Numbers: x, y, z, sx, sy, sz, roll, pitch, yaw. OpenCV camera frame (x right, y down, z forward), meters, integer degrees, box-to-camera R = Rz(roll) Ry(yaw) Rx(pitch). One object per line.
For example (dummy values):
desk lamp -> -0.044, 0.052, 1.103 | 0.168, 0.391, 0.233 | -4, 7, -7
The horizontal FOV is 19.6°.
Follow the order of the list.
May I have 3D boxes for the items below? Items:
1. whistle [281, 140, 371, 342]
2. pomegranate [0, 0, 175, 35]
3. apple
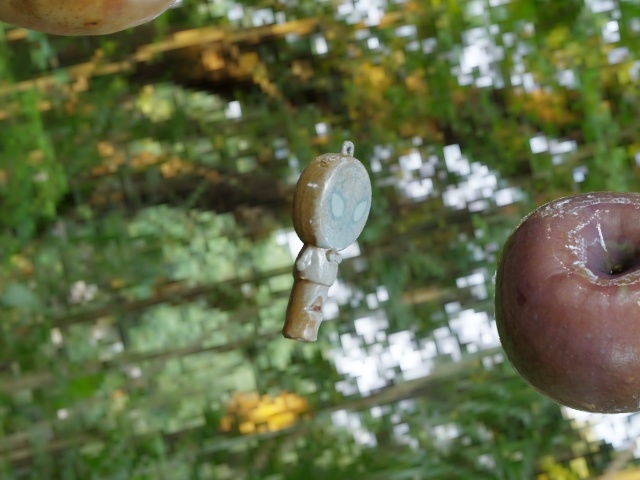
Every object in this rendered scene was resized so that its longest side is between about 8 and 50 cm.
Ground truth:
whistle -> 0.000, 0.000, 1.975 | 0.057, 0.107, 0.220 | 13, -90, 32
pomegranate -> -0.237, -0.356, 1.779 | 0.322, 0.322, 0.322 | 167, -90, -78
apple -> 0.358, 0.080, 2.278 | 0.235, 0.306, 0.305 | 89, -17, -47
